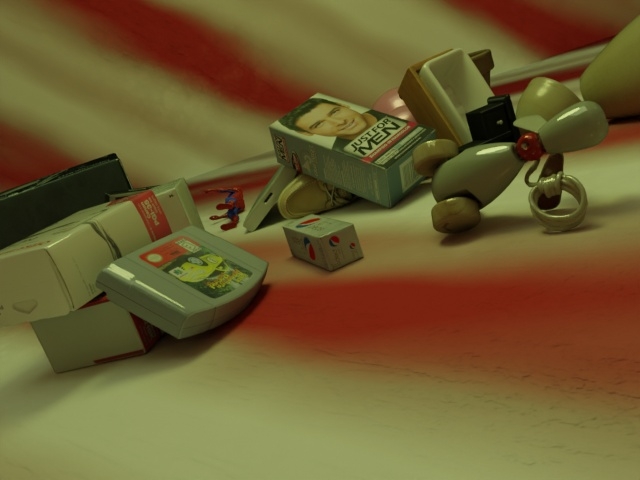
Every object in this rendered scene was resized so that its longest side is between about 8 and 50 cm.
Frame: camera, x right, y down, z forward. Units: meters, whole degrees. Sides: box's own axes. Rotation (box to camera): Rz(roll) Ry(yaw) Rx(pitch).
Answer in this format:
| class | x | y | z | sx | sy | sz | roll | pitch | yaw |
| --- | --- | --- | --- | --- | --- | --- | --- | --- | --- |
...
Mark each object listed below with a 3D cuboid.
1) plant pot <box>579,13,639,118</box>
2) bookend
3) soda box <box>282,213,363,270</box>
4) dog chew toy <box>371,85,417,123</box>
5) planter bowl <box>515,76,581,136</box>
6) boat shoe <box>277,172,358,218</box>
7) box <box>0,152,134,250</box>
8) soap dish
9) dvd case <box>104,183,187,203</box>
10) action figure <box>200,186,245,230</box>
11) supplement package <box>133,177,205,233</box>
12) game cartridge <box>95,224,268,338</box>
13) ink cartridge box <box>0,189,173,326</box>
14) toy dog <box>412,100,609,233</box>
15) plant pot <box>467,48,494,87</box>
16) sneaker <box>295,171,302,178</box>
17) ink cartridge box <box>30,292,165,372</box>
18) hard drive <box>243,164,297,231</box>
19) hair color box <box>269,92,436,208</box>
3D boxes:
| class | x | y | z | sx | sy | sz | roll | pitch | yaw |
| --- | --- | --- | --- | --- | --- | --- | --- | --- | --- |
| plant pot | 0.733 | -0.385 | 1.570 | 0.256 | 0.257 | 0.274 | -30 | 2 | -38 |
| bookend | 0.356 | -0.221 | 1.546 | 0.156 | 0.157 | 0.072 | -23 | 14 | -19 |
| soda box | 0.000 | 0.000 | 1.353 | 0.073 | 0.069 | 0.216 | -23 | 15 | -17 |
| dog chew toy | 0.234 | -0.276 | 1.850 | 0.206 | 0.207 | 0.332 | -17 | 30 | 9 |
| planter bowl | 0.510 | -0.275 | 1.600 | 0.109 | 0.162 | 0.162 | -49 | 19 | -7 |
| boat shoe | 0.039 | -0.134 | 1.745 | 0.302 | 0.109 | 0.098 | -23 | 21 | -14 |
| box | -0.825 | -0.064 | 2.253 | 0.479 | 0.298 | 0.471 | -22 | 16 | -14 |
| soap dish | 0.335 | -0.316 | 1.723 | 0.229 | 0.291 | 0.118 | -34 | 0 | -45 |
| dvd case | -0.452 | -0.052 | 1.834 | 0.029 | 0.180 | 0.238 | 20 | 24 | 38 |
| action figure | -0.298 | -0.100 | 2.080 | 0.138 | 0.092 | 0.280 | -7 | 15 | 5 |
| supplement package | -0.369 | -0.027 | 1.685 | 0.149 | 0.194 | 0.203 | -21 | 13 | 0 |
| game cartridge | -0.214 | 0.064 | 1.202 | 0.196 | 0.060 | 0.294 | 30 | 25 | 11 |
| ink cartridge box | -0.429 | 0.026 | 1.239 | 0.207 | 0.117 | 0.283 | -12 | 17 | 29 |
| toy dog | 0.323 | -0.115 | 1.189 | 0.333 | 0.220 | 0.161 | 2 | -8 | 38 |
| plant pot | 0.402 | -0.415 | 2.082 | 0.262 | 0.229 | 0.263 | -17 | 14 | 4 |
| sneaker | 0.041 | -0.205 | 1.974 | 0.180 | 0.125 | 0.321 | -4 | 20 | 43 |
| ink cartridge box | -0.359 | 0.114 | 1.294 | 0.196 | 0.114 | 0.273 | -15 | 16 | 19 |
| hard drive | -0.125 | -0.147 | 1.942 | 0.203 | 0.040 | 0.307 | -52 | 8 | 13 |
| hair color box | 0.074 | -0.225 | 1.682 | 0.374 | 0.114 | 0.185 | 25 | 52 | 37 |
